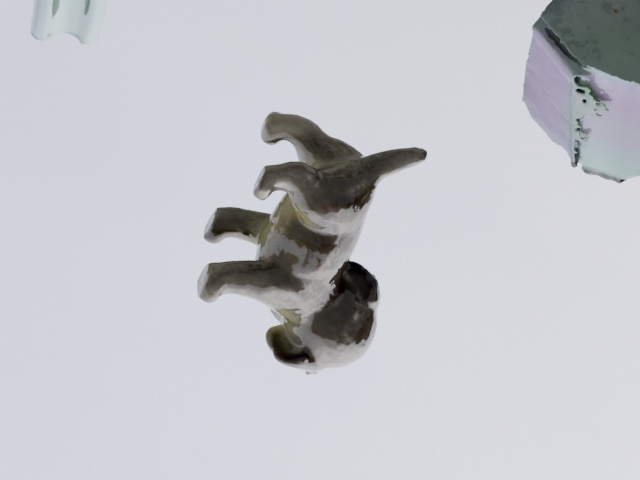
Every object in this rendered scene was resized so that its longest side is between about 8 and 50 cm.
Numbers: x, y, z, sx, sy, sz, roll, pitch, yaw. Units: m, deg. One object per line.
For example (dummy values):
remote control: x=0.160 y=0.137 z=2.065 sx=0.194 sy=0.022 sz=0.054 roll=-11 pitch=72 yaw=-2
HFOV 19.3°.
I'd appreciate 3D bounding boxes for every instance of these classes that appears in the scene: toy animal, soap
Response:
toy animal: x=-0.016 y=0.005 z=1.634 sx=0.168 sy=0.233 sz=0.121 roll=11 pitch=-148 yaw=-9
soap: x=-0.283 y=-0.340 z=2.175 sx=0.087 sy=0.265 sz=0.160 roll=5 pitch=-102 yaw=-9
soap: x=0.417 y=-0.220 z=1.806 sx=0.446 sy=0.156 sz=0.261 roll=-31 pitch=-109 yaw=-14
